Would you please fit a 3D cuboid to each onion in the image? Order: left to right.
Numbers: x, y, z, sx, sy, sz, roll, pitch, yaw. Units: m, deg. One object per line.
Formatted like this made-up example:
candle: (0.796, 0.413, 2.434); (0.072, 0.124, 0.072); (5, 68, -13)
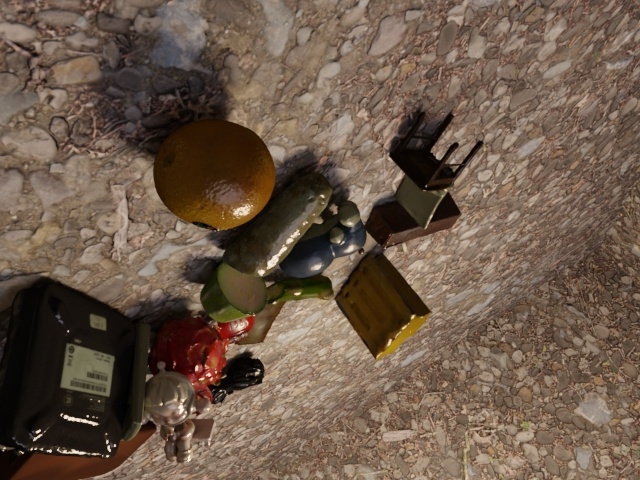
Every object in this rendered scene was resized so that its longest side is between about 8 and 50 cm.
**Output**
onion: (-0.424, 0.498, 1.990); (0.149, 0.140, 0.150); (4, 123, 5)

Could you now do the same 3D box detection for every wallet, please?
wallet: (-0.192, 0.247, 1.925); (0.137, 0.031, 0.255); (-2, 135, -41)

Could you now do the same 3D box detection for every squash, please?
squash: (-0.237, 0.144, 1.599); (0.122, 0.170, 0.170); (-37, 154, 27)

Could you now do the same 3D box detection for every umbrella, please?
umbrella: (-0.349, 0.518, 2.104); (0.340, 0.118, 0.118); (-31, 152, 3)

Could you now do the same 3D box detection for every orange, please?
orange: (-0.203, -0.127, 1.167); (0.236, 0.236, 0.236); (-26, 150, -17)

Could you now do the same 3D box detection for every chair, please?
chair: (0.284, -0.185, 1.672); (0.186, 0.160, 0.319); (-10, 142, -47)

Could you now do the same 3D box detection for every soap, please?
soap: (0.204, 0.227, 2.061); (0.142, 0.281, 0.259); (-6, 141, -46)

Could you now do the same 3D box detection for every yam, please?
yam: (-0.098, -0.039, 1.513); (0.330, 0.133, 0.133); (-47, 150, 12)

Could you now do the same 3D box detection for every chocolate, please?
chocolate: (0.304, -0.069, 1.906); (0.321, 0.112, 0.112); (-16, 148, -31)

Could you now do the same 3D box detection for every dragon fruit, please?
dragon fruit: (-0.377, 0.313, 1.662); (0.210, 0.205, 0.268); (16, 163, -34)

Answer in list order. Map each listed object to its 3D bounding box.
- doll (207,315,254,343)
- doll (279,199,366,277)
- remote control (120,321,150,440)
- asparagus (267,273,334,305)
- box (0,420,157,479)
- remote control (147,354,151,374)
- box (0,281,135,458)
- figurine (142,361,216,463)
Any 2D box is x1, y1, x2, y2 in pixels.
doll: (-0.262, 0.238, 1.785); (0.183, 0.085, 0.217); (-10, 135, -34)
doll: (0.000, 0.000, 1.627); (0.258, 0.154, 0.228); (-21, -168, 1)
remote control: (-0.468, 0.354, 1.516); (0.038, 0.286, 0.123); (14, 135, -28)
asparagus: (-0.065, 0.152, 1.856); (0.343, 0.082, 0.085); (4, 128, -52)
box: (-0.647, 0.466, 1.553); (0.239, 0.229, 0.339); (-46, 149, 17)
remote control: (-0.464, 0.372, 1.803); (0.072, 0.042, 0.221); (-45, 150, 21)
box: (-0.548, 0.298, 1.330); (0.090, 0.351, 0.359); (-6, 157, 18)
figurine: (-0.364, 0.427, 1.526); (0.144, 0.181, 0.257); (-49, 139, -48)
